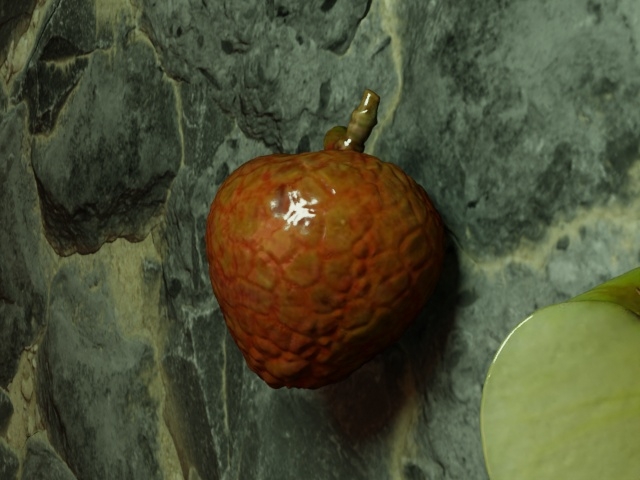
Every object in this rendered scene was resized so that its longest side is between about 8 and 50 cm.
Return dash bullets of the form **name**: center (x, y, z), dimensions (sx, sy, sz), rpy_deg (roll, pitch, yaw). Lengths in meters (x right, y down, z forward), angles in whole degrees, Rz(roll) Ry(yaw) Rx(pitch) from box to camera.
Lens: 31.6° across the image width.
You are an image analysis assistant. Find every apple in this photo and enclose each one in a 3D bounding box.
- **apple**: center (0.278, 0.124, 0.748), dimensions (0.295, 0.233, 0.258), rpy_deg (-36, 75, 36)

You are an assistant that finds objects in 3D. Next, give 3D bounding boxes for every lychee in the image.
- **lychee**: center (0.000, 0.000, 1.126), dimensions (0.255, 0.255, 0.300), rpy_deg (3, 92, 54)
